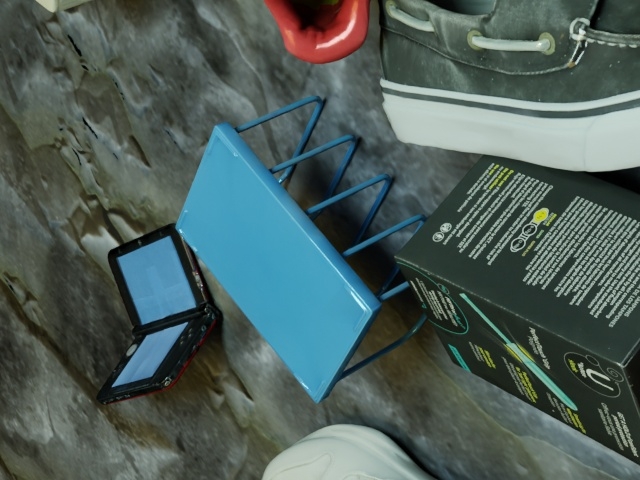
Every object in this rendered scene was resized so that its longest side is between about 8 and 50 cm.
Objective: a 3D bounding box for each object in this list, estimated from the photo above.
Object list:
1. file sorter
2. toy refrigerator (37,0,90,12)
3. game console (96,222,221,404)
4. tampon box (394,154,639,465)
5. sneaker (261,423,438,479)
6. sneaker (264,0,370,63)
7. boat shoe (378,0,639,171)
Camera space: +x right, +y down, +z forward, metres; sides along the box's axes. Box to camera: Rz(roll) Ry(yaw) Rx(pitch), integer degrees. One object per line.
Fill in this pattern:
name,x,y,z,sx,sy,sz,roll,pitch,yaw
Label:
file sorter,0.000,0.000,1.053,0.170,0.104,0.118,50,143,19
toy refrigerator,-0.171,-0.308,1.077,0.094,0.102,0.269,39,138,30
game console,-0.161,0.068,1.323,0.085,0.124,0.144,43,149,-18
tampon box,0.148,0.035,0.857,0.161,0.101,0.120,27,158,39
sneaker,0.035,0.225,1.113,0.305,0.152,0.114,11,122,50
sneaker,-0.007,-0.199,0.813,0.279,0.107,0.118,69,-167,-58
boat shoe,0.131,-0.112,0.800,0.335,0.121,0.119,3,119,53
